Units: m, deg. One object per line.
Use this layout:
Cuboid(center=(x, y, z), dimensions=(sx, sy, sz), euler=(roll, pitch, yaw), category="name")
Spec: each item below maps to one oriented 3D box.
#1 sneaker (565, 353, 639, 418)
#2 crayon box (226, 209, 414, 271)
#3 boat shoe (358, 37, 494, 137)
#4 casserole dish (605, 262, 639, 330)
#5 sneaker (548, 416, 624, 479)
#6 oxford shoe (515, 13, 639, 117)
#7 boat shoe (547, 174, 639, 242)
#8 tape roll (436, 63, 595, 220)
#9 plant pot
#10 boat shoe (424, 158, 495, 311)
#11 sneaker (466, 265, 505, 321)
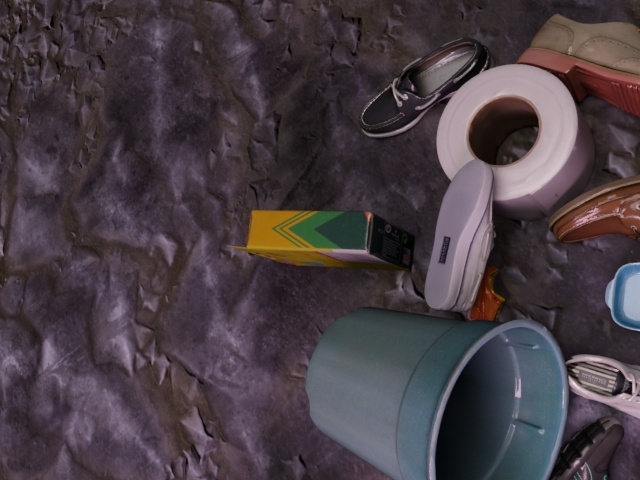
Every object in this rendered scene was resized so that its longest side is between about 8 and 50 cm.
Cuboid(center=(0.510, 0.245, 1.200), dimensions=(0.258, 0.091, 0.094), euler=(8, 83, 31), category="sneaker")
Cuboid(center=(0.000, 0.000, 1.485), dimensions=(0.319, 0.202, 0.081), euler=(2, 80, 30), category="crayon box")
Cuboid(center=(0.195, -0.310, 1.505), dimensions=(0.303, 0.091, 0.114), euler=(-31, 65, 21), category="boat shoe")
Cuboid(center=(0.569, 0.098, 1.232), dimensions=(0.189, 0.037, 0.114), euler=(5, 81, 30), category="casserole dish")
Cuboid(center=(0.423, 0.411, 1.229), dimensions=(0.106, 0.101, 0.267), euler=(34, 96, 9), category="sneaker")
Cuboid(center=(0.540, -0.303, 1.282), dimensions=(0.397, 0.140, 0.146), euler=(26, 84, 29), category="oxford shoe")
Cuboid(center=(0.535, -0.048, 1.240), dimensions=(0.307, 0.111, 0.104), euler=(-24, 67, 24), category="boat shoe")
Cuboid(center=(0.350, -0.170, 1.340), dimensions=(0.246, 0.169, 0.246), euler=(-7, 75, 29), category="tape roll")
Cuboid(center=(0.172, 0.263, 1.249), dimensions=(0.334, 0.341, 0.341), euler=(12, 85, 48), category="plant pot")
Cuboid(center=(0.247, -0.005, 1.258), dimensions=(0.095, 0.084, 0.258), euler=(33, 109, 59), category="boat shoe")
Cuboid(center=(0.302, 0.130, 1.366), dimensions=(0.068, 0.064, 0.175), euler=(-2, 81, 20), category="sneaker")
